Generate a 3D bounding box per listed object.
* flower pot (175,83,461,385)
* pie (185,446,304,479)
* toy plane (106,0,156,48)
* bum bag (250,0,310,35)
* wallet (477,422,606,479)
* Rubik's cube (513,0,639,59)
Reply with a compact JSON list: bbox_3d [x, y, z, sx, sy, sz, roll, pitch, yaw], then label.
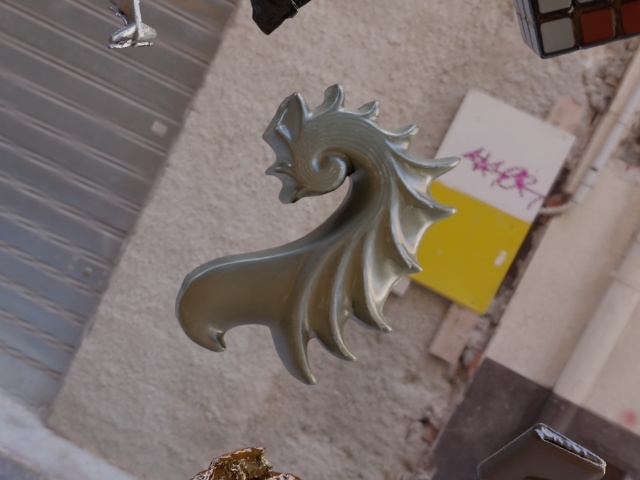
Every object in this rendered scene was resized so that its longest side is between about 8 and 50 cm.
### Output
[{"bbox_3d":[0.000,0.000,1.132,0.254,0.367,0.164,28,-4,-11],"label":"flower pot"},{"bbox_3d":[-0.067,0.176,0.504,0.034,0.170,0.092,9,-54,62],"label":"pie"},{"bbox_3d":[-0.140,-0.320,0.808,0.107,0.273,0.182,39,48,20],"label":"toy plane"},{"bbox_3d":[-0.036,-0.303,1.089,0.058,0.124,0.034,54,26,-7],"label":"bum bag"},{"bbox_3d":[0.283,0.296,1.147,0.118,0.152,0.038,27,47,-4],"label":"wallet"},{"bbox_3d":[0.342,-0.347,1.196,0.163,0.162,0.160,-12,20,8],"label":"Rubik's cube"}]
